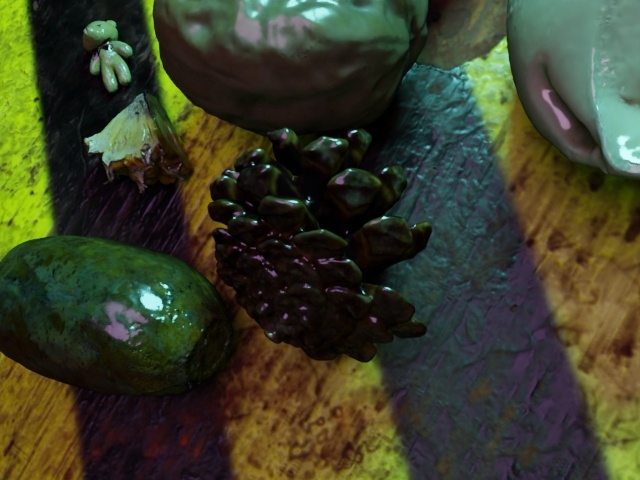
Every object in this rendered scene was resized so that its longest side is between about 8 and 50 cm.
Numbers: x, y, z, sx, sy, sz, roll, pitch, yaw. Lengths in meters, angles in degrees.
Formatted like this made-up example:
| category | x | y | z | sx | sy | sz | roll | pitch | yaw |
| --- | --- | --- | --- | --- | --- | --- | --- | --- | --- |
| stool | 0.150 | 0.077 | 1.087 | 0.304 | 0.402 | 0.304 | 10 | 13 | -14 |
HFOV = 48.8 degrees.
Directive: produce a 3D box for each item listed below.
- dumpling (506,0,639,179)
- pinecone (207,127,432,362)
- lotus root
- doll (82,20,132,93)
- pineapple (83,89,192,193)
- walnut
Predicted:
| category | x | y | z | sx | sy | sz | roll | pitch | yaw |
| --- | --- | --- | --- | --- | --- | --- | --- | --- | --- |
| dumpling | 0.326 | -0.204 | 0.642 | 0.316 | 0.233 | 0.395 | 4 | 59 | -14 |
| pinecone | 0.000 | -0.002 | 0.656 | 0.202 | 0.229 | 0.201 | -16 | 43 | 14 |
| lotus root | -0.227 | 0.075 | 0.737 | 0.275 | 0.152 | 0.160 | 12 | 70 | 19 |
| doll | -0.270 | -0.238 | 0.905 | 0.061 | 0.051 | 0.093 | -27 | 98 | 8 |
| pineapple | -0.216 | -0.119 | 0.831 | 0.137 | 0.069 | 0.116 | 11 | 80 | 22 |
| walnut | -0.030 | -0.222 | 0.714 | 0.273 | 0.227 | 0.273 | -3 | 74 | 11 |
